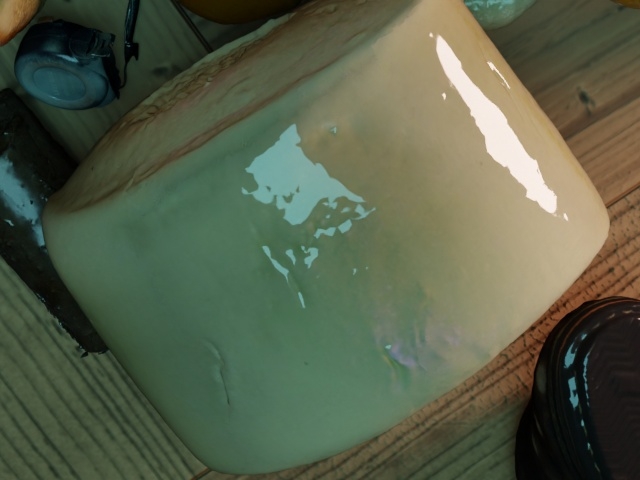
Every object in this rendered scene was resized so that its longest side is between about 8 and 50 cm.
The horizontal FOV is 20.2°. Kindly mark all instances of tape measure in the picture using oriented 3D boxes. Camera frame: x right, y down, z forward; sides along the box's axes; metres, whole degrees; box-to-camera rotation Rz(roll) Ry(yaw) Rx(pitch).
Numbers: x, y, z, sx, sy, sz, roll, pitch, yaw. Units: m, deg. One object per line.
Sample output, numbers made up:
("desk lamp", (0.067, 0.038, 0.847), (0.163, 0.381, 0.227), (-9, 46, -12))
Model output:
("tape measure", (-0.233, -0.222, 1.768), (0.107, 0.104, 0.180), (8, 76, 11))

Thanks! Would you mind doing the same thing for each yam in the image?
("yam", (-0.265, -0.012, 1.785), (0.131, 0.131, 0.280), (-38, 105, 8))

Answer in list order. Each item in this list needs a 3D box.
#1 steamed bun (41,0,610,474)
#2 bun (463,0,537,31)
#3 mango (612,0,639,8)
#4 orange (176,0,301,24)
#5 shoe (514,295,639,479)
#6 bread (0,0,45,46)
("steamed bun", (0.000, 0.000, 1.618), (0.456, 0.290, 0.371), (-33, 102, 13))
("bun", (0.134, -0.304, 1.719), (0.203, 0.126, 0.213), (17, 99, -9))
("mango", (0.366, -0.369, 1.670), (0.384, 0.199, 0.221), (-44, 104, -9))
("orange", (-0.082, -0.301, 1.672), (0.206, 0.206, 0.206), (-1, 107, -3))
("shoe", (0.290, 0.198, 1.824), (0.171, 0.237, 0.384), (-30, 120, -13))
("bread", (-0.389, -0.301, 1.587), (0.323, 0.333, 0.143), (25, 101, -7))
